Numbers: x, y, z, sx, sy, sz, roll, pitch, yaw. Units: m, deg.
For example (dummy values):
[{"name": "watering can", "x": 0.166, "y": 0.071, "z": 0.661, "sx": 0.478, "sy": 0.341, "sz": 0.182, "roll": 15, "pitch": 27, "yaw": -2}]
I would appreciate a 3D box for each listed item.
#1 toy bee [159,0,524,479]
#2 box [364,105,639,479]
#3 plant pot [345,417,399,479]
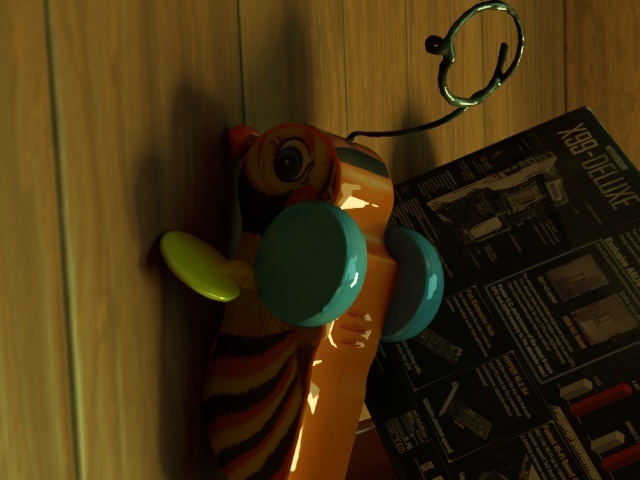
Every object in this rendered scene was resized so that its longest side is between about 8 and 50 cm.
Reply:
[{"name": "toy bee", "x": 0.000, "y": 0.000, "z": 0.728, "sx": 0.298, "sy": 0.162, "sz": 0.195, "roll": -54, "pitch": 136, "yaw": -10}, {"name": "box", "x": 0.141, "y": 0.065, "z": 0.805, "sx": 0.076, "sy": 0.242, "sz": 0.307, "roll": 70, "pitch": -4, "yaw": -46}, {"name": "plant pot", "x": 0.098, "y": 0.308, "z": 0.874, "sx": 0.272, "sy": 0.272, "sz": 0.265, "roll": -57, "pitch": 151, "yaw": -61}]
